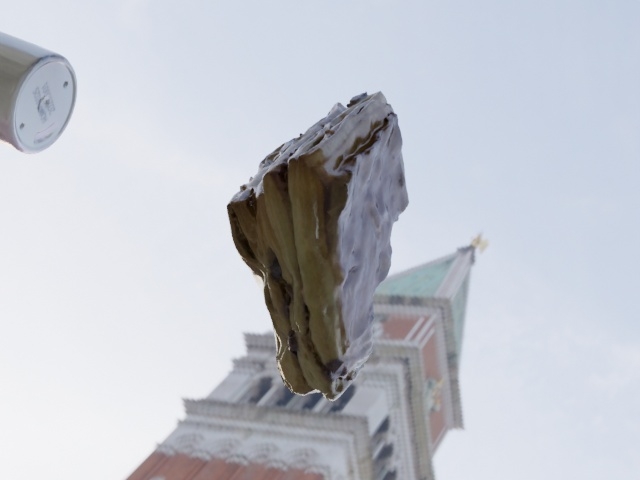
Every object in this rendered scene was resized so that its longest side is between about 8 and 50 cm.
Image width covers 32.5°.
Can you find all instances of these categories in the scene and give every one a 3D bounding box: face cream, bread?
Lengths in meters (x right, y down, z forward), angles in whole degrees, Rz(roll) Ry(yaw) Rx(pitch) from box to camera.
[{"bbox_3d":[-0.396,-0.181,1.035,0.346,0.102,0.102,23,-59,18],"label":"face cream"},{"bbox_3d":[0.000,0.000,1.543,0.192,0.314,0.369,5,-63,21],"label":"bread"}]
